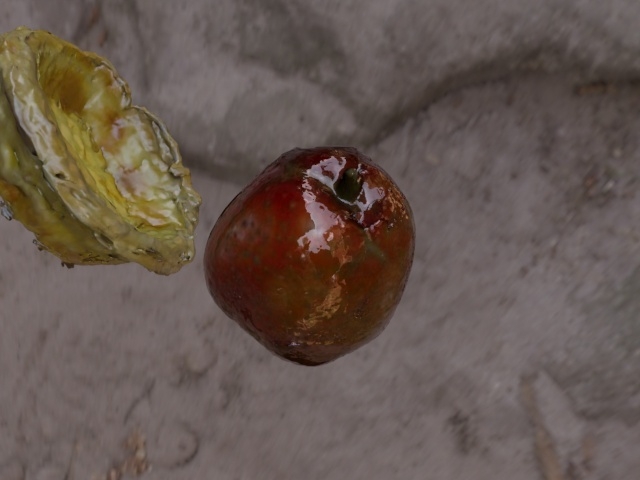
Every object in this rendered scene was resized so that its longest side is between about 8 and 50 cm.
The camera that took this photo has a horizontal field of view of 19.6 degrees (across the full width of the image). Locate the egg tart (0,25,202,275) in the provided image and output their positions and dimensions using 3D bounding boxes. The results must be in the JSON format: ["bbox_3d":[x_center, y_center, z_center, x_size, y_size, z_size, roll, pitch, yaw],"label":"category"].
[{"bbox_3d":[-0.166,-0.051,1.264,0.090,0.212,0.212,-37,80,13],"label":"egg tart"}]

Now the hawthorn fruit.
[{"bbox_3d":[-0.002,0.003,0.635,0.077,0.077,0.077,2,73,-7],"label":"hawthorn fruit"}]
